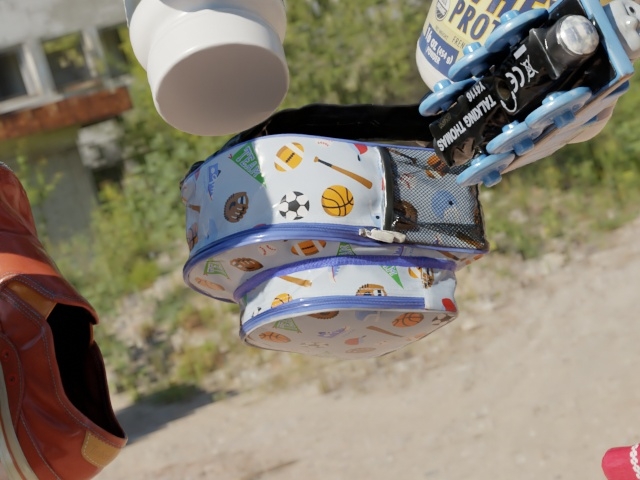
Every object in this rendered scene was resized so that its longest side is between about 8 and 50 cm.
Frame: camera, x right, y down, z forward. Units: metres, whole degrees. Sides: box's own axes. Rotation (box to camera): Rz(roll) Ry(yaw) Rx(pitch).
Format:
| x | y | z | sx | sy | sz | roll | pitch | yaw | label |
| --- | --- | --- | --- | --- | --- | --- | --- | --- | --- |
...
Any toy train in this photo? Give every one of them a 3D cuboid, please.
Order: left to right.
| x | y | z | sx | sy | sz | roll | pitch | yaw | label |
| --- | --- | --- | --- | --- | --- | --- | --- | --- | --- |
| 0.137 | -0.097 | 0.871 | 0.105 | 0.080 | 0.184 | -23 | -10 | -26 | toy train |

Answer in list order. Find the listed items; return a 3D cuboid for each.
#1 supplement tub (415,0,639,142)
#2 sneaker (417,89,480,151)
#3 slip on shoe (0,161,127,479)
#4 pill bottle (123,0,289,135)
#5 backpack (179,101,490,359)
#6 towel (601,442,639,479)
| x | y | z | sx | sy | sz | roll | pitch | yaw | label |
| --- | --- | --- | --- | --- | --- | --- | --- | --- | --- |
| 0.250 | -0.287 | 1.458 | 0.228 | 0.316 | 0.228 | 14 | 29 | -8 | supplement tub |
| 0.227 | -0.197 | 1.752 | 0.286 | 0.130 | 0.109 | -49 | -2 | 42 | sneaker |
| -0.246 | 0.066 | 1.223 | 0.101 | 0.331 | 0.123 | -28 | -28 | 14 | slip on shoe |
| -0.123 | -0.258 | 1.425 | 0.161 | 0.283 | 0.161 | -10 | -35 | -7 | pill bottle |
| 0.000 | 0.000 | 1.308 | 0.263 | 0.213 | 0.276 | 13 | -28 | -22 | backpack |
| 0.318 | 0.206 | 0.889 | 0.031 | 0.199 | 0.275 | -26 | 3 | -38 | towel |
